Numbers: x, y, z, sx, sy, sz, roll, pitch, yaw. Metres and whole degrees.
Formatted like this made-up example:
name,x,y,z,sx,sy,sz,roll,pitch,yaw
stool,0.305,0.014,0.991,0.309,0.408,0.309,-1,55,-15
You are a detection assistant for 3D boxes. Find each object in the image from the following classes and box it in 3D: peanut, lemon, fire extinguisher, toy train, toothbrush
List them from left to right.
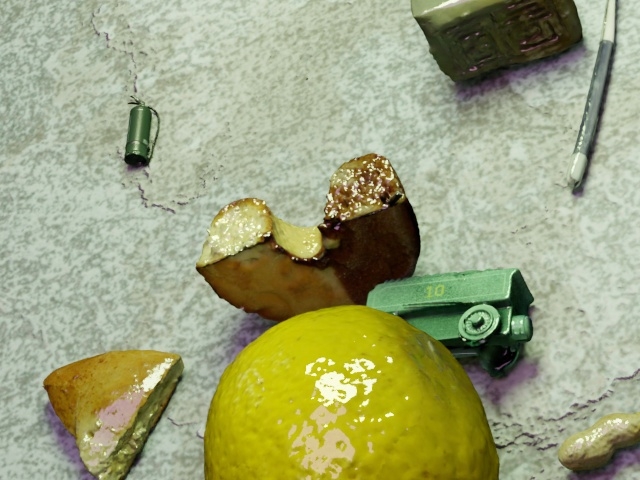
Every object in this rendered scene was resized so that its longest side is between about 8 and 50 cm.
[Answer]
name,x,y,z,sx,sy,sz,roll,pitch,yaw
fire extinguisher,-0.194,-0.121,1.995,0.038,0.025,0.083,10,58,-13
lemon,0.021,0.182,1.561,0.253,0.253,0.310,-30,37,6
toy train,0.116,0.075,1.697,0.172,0.070,0.099,-7,50,23
peanut,0.245,0.173,1.591,0.083,0.037,0.037,-32,52,6
toothbrush,0.279,-0.175,1.805,0.026,0.024,0.288,10,63,14

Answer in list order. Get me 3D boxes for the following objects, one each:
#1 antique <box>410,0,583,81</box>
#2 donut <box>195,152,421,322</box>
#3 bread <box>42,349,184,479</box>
name,x,y,z,sx,sy,sz,roll,pitch,yaw
antique,0.159,-0.313,1.882,0.150,0.125,0.284,-20,54,13
donut,-0.002,0.001,1.758,0.217,0.141,0.085,-16,45,16
bread,-0.194,0.152,1.805,0.136,0.054,0.154,-34,54,-1
